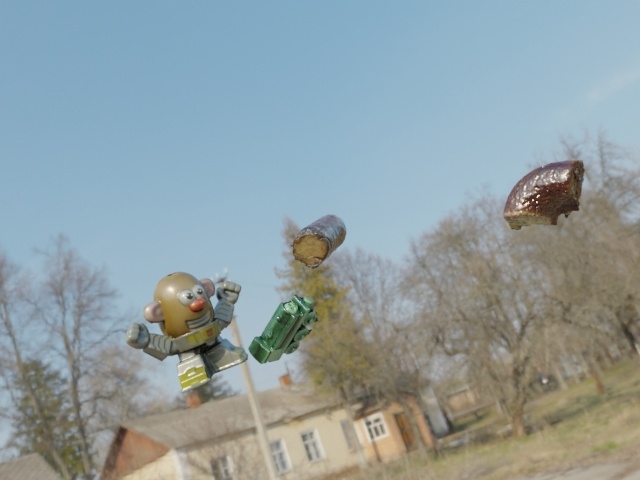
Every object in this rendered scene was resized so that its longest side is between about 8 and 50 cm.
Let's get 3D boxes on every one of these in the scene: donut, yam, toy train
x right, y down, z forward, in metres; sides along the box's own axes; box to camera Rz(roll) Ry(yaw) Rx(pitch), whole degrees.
[{"bbox_3d":[0.496,-0.106,1.522,0.187,0.144,0.126,-7,-7,31],"label":"donut"},{"bbox_3d":[0.001,-0.002,1.312,0.079,0.079,0.141,-27,4,22],"label":"yam"},{"bbox_3d":[-0.077,0.193,1.475,0.111,0.071,0.170,-4,-48,-50],"label":"toy train"}]

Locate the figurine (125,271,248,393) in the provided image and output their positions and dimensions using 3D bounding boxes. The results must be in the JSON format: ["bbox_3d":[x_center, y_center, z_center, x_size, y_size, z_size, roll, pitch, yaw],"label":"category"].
[{"bbox_3d":[-0.330,0.217,1.719,0.167,0.284,0.342,-22,0,25],"label":"figurine"}]
